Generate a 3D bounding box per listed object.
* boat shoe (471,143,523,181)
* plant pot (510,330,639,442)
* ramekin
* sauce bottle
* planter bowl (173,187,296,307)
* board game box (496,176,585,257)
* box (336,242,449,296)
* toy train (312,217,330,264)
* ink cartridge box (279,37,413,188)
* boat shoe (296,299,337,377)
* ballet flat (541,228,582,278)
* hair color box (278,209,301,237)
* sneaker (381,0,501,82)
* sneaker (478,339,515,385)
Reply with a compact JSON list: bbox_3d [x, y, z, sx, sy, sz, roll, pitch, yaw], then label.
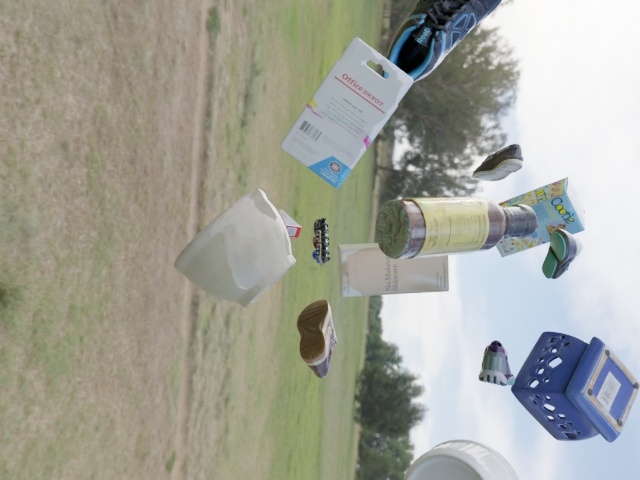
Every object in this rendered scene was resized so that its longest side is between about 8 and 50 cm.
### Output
[{"bbox_3d":[0.490,-0.212,1.540,0.206,0.075,0.065,154,-53,-73],"label":"boat shoe"},{"bbox_3d":[0.716,0.406,1.542,0.236,0.236,0.212,-49,-167,-26],"label":"plant pot"},{"bbox_3d":[0.300,0.580,1.226,0.127,0.273,0.273,25,65,-51],"label":"ramekin"},{"bbox_3d":[0.267,-0.028,1.052,0.111,0.344,0.111,8,-80,57],"label":"sauce bottle"},{"bbox_3d":[-0.103,0.023,0.765,0.162,0.109,0.162,-42,179,-1],"label":"planter bowl"},{"bbox_3d":[0.706,-0.075,1.838,0.144,0.275,0.142,58,35,-14],"label":"board game box"},{"bbox_3d":[0.207,0.080,1.628,0.121,0.311,0.148,-108,-166,-84],"label":"box"},{"bbox_3d":[0.000,0.000,1.183,0.158,0.036,0.027,-92,168,-57],"label":"toy train"},{"bbox_3d":[0.037,-0.179,0.788,0.181,0.104,0.061,-53,-177,16],"label":"ink cartridge box"},{"bbox_3d":[-0.004,0.337,1.927,0.342,0.123,0.123,-94,162,-63],"label":"boat shoe"},{"bbox_3d":[0.568,0.024,1.299,0.203,0.074,0.074,72,22,-58],"label":"ballet flat"},{"bbox_3d":[-0.128,-0.059,1.846,0.141,0.072,0.043,44,-60,50],"label":"hair color box"},{"bbox_3d":[0.229,-0.402,0.986,0.341,0.125,0.139,-55,179,43],"label":"sneaker"},{"bbox_3d":[0.420,0.286,1.309,0.224,0.083,0.098,34,66,-70],"label":"sneaker"}]
